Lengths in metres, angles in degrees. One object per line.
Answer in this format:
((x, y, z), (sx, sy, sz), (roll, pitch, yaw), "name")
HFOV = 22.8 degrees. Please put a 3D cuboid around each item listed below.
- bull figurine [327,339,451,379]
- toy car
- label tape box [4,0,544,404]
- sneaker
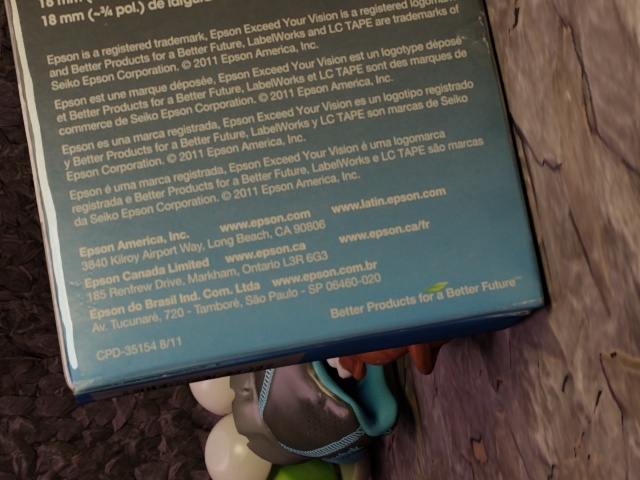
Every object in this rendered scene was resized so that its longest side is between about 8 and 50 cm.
((0.019, -0.061, 0.980), (0.188, 0.101, 0.310), (98, 163, -75), "bull figurine")
((-0.017, 0.143, 1.390), (0.136, 0.159, 0.182), (-42, 49, 36), "toy car")
((-0.038, -0.100, 0.838), (0.106, 0.240, 0.334), (119, 141, -79), "label tape box")
((0.000, 0.000, 1.229), (0.139, 0.125, 0.341), (-14, 82, 54), "sneaker")
